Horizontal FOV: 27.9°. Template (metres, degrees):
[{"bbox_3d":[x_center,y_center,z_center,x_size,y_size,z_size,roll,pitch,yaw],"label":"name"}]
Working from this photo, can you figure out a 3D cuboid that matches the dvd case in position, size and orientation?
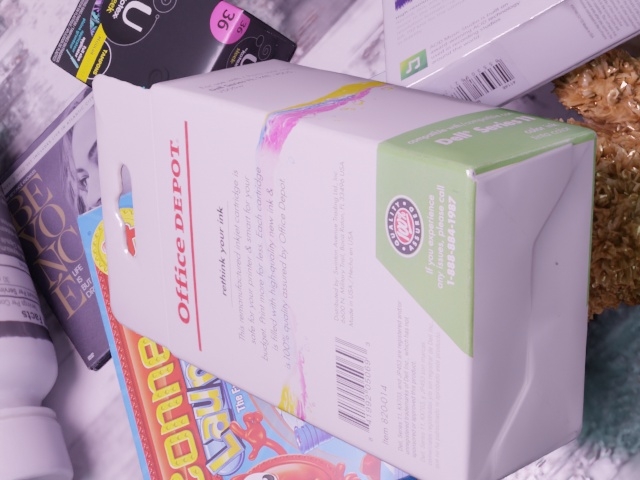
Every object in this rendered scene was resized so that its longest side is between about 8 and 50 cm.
[{"bbox_3d":[-0.209,-0.017,1.191,0.164,0.018,0.221,-43,65,13],"label":"dvd case"}]

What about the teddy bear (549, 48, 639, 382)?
[{"bbox_3d":[0.207,-0.018,0.868,0.338,0.113,0.245,11,80,17],"label":"teddy bear"}]

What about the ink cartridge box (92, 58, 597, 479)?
[{"bbox_3d":[0.000,0.000,0.848,0.353,0.119,0.207,20,120,43],"label":"ink cartridge box"}]

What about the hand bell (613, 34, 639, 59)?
[{"bbox_3d":[0.320,-0.125,0.917,0.242,0.126,0.126,32,95,15],"label":"hand bell"}]

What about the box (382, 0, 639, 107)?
[{"bbox_3d":[0.152,-0.232,0.935,0.232,0.058,0.322,-27,38,24],"label":"box"}]

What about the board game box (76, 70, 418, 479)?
[{"bbox_3d":[-0.015,0.066,1.028,0.302,0.086,0.308,-24,70,16],"label":"board game box"}]

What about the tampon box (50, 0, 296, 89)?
[{"bbox_3d":[-0.129,-0.164,1.132,0.161,0.101,0.120,30,95,28],"label":"tampon box"}]

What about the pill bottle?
[{"bbox_3d":[-0.353,0.067,1.137,0.204,0.204,0.361,-27,73,20],"label":"pill bottle"}]
